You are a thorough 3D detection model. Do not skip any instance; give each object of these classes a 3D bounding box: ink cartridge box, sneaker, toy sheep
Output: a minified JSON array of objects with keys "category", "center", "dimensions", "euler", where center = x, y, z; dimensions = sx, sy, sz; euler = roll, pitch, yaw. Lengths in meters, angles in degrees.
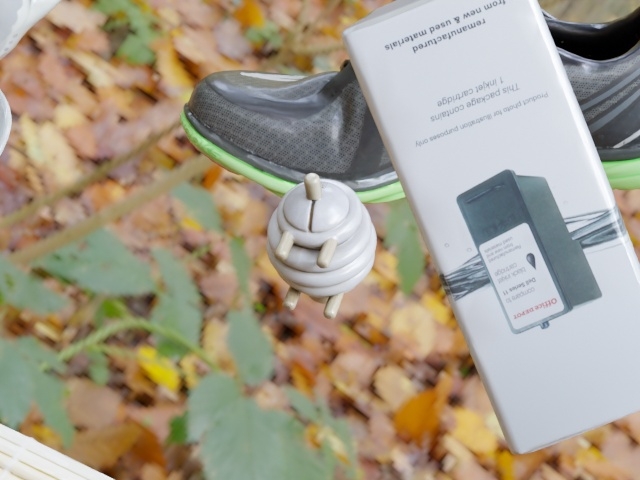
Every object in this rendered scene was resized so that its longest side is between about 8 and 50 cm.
[{"category":"ink cartridge box","center":[0.092,-0.023,0.730],"dimensions":[0.153,0.087,0.208],"euler":[-65,134,-76]},{"category":"sneaker","center":[0.112,-0.150,1.383],"dimensions":[0.483,0.202,0.185],"euler":[-4,26,3]},{"category":"toy sheep","center":[0.000,0.000,1.139],"dimensions":[0.091,0.091,0.132],"euler":[43,-28,30]}]

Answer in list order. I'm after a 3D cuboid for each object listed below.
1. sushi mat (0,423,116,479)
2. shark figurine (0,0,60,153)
[{"category":"sushi mat","center":[-0.211,0.116,0.610],"dimensions":[0.317,0.151,0.019],"euler":[25,-23,6]},{"category":"shark figurine","center":[-0.216,-0.050,0.680],"dimensions":[0.116,0.166,0.278],"euler":[43,44,-32]}]
